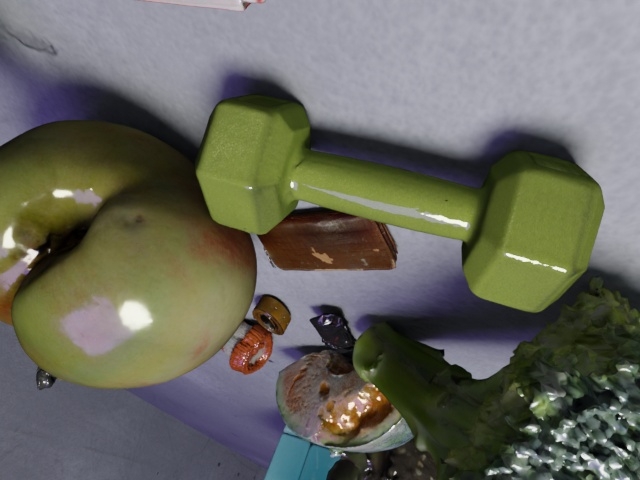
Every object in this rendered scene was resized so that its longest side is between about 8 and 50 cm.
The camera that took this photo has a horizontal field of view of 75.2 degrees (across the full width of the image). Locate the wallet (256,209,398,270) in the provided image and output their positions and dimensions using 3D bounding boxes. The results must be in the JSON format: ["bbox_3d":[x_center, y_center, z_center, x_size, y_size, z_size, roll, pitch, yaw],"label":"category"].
[{"bbox_3d":[0.000,0.000,0.496,0.176,0.026,0.095,-5,131,34],"label":"wallet"}]

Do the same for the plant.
[{"bbox_3d":[0.154,0.483,0.925,0.277,0.198,0.188,18,140,2],"label":"plant"}]

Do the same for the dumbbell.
[{"bbox_3d":[0.049,-0.038,0.341,0.302,0.121,0.108,16,116,12],"label":"dumbbell"}]

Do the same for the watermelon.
[{"bbox_3d":[0.078,0.304,0.729,0.322,0.175,0.188,-14,130,43],"label":"watermelon"}]

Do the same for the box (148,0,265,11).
[{"bbox_3d":[-0.139,-0.222,0.255,0.230,0.050,0.122,14,145,14],"label":"box"}]

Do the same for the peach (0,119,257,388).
[{"bbox_3d":[-0.203,0.016,0.445,0.293,0.247,0.292,28,176,2],"label":"peach"}]

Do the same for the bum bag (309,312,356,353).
[{"bbox_3d":[0.023,0.149,0.676,0.058,0.034,0.124,-1,140,18],"label":"bum bag"}]

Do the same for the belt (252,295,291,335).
[{"bbox_3d":[-0.083,0.127,0.710,0.059,0.036,0.083,13,145,26],"label":"belt"}]

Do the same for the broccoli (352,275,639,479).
[{"bbox_3d":[0.200,0.172,0.442,0.354,0.397,0.274,-5,102,8],"label":"broccoli"}]

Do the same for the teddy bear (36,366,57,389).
[{"bbox_3d":[-0.497,0.187,0.881,0.172,0.250,0.144,4,145,3],"label":"teddy bear"}]

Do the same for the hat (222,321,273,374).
[{"bbox_3d":[-0.180,0.189,0.827,0.163,0.094,0.112,30,140,25],"label":"hat"}]

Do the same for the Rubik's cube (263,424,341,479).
[{"bbox_3d":[0.053,0.696,1.151,0.316,0.321,0.318,2,139,31],"label":"Rubik's cube"}]
